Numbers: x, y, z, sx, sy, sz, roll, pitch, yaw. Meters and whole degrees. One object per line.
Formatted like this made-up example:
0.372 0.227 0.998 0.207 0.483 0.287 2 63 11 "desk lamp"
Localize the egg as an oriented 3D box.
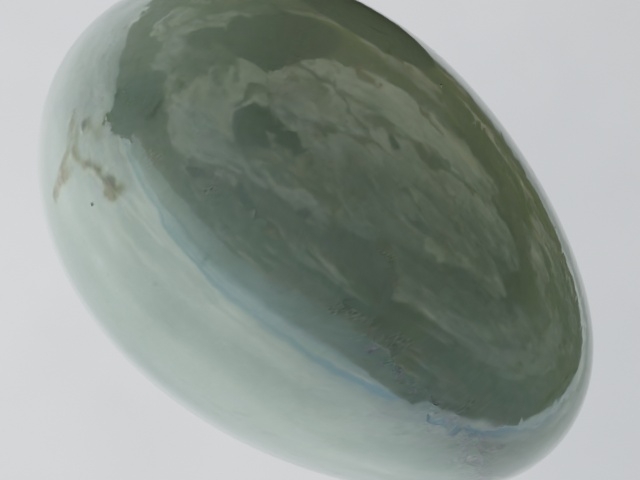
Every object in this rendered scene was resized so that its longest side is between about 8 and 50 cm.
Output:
0.000 0.000 0.618 0.264 0.183 0.183 41 -135 -1 "egg"
